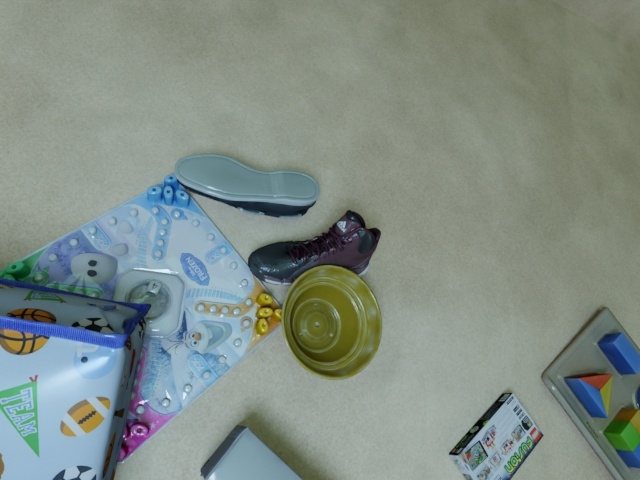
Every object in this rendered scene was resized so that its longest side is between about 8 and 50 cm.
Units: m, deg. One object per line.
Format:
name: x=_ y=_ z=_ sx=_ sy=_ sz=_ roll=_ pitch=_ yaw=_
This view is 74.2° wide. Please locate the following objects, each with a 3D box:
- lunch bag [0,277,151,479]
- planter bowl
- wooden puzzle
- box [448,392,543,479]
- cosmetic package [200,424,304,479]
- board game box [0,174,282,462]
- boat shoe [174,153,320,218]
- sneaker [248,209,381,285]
lunch bag: x=-0.453 y=0.213 z=0.532 sx=0.384 sy=0.239 sz=0.328 roll=11 pitch=88 yaw=-14
planter bowl: x=0.008 y=0.164 z=0.846 sx=0.217 sy=0.090 sz=0.218 roll=8 pitch=71 yaw=-24
wooden puzzle: x=0.751 y=0.377 z=1.047 sx=0.347 sy=0.080 sz=0.322 roll=-31 pitch=82 yaw=-28
box: x=0.380 y=0.439 z=0.908 sx=0.206 sy=0.036 sz=0.114 roll=-30 pitch=82 yaw=-28
cosmetic package: x=-0.078 y=0.422 z=0.694 sx=0.238 sy=0.127 sz=0.107 roll=46 pitch=61 yaw=0
board game box: x=-0.316 y=0.110 z=0.776 sx=0.390 sy=0.050 sz=0.390 roll=-38 pitch=86 yaw=-29
boat shoe: x=-0.155 y=-0.103 z=0.897 sx=0.302 sy=0.091 sz=0.115 roll=11 pitch=56 yaw=-17
sneaker: x=0.000 y=0.000 z=0.858 sx=0.281 sy=0.163 sz=0.107 roll=-3 pitch=49 yaw=-29
